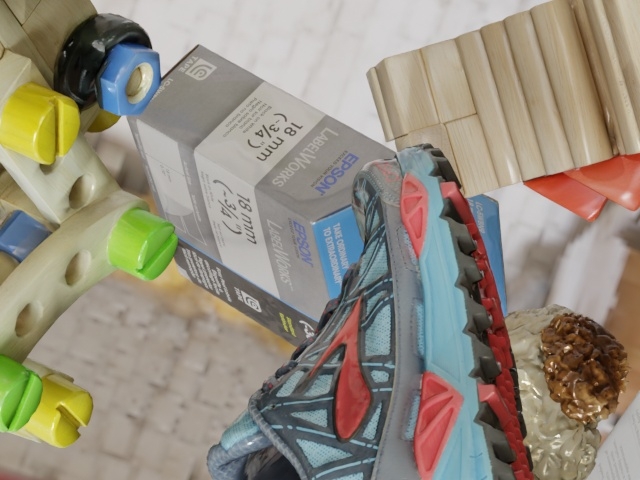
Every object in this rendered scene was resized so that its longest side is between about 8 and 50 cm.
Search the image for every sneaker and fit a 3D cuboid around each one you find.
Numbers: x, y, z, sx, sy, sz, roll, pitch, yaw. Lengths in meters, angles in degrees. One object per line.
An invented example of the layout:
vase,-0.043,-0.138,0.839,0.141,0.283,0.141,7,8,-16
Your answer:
sneaker,0.013,0.057,0.664,0.262,0.125,0.104,-93,-13,-52

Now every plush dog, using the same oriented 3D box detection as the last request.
plush dog,0.109,0.136,1.146,0.225,0.210,0.262,-44,-4,-10

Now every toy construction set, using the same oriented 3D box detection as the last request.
toy construction set,-0.155,-0.028,0.666,0.215,0.151,0.328,-57,-12,-16

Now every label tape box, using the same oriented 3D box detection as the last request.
label tape box,0.000,0.000,1.500,0.106,0.333,0.241,-46,-32,-24

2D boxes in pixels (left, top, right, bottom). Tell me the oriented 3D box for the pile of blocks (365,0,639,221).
pile of blocks,0.174,-0.078,0.841,0.362,0.149,0.113,-14,93,48

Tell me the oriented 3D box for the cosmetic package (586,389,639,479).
cosmetic package,0.330,0.252,1.519,0.151,0.151,0.184,-97,26,-47
